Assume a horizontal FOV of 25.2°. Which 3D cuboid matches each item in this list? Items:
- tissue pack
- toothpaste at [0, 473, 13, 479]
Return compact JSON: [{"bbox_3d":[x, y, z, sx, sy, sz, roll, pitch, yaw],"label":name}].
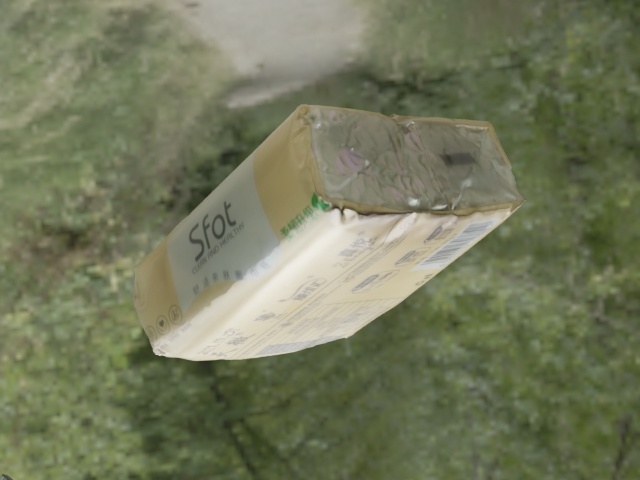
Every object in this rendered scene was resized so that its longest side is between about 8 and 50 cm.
[{"bbox_3d":[0.000,0.000,0.952,0.186,0.090,0.222,-1,154,-39],"label":"tissue pack"},{"bbox_3d":[-0.290,0.343,1.627,0.218,0.064,0.041,29,-151,21],"label":"toothpaste"}]
